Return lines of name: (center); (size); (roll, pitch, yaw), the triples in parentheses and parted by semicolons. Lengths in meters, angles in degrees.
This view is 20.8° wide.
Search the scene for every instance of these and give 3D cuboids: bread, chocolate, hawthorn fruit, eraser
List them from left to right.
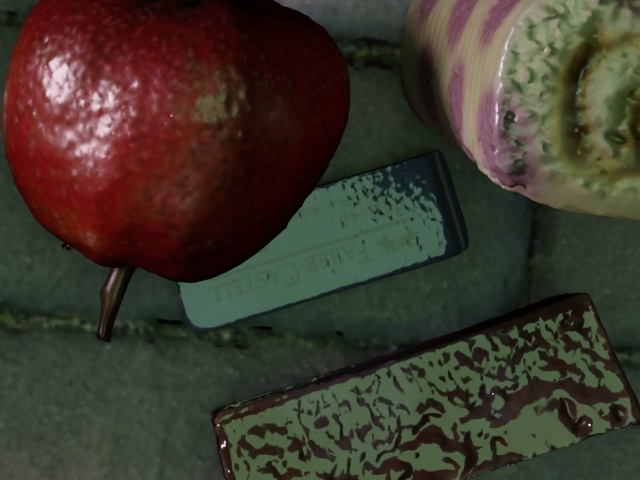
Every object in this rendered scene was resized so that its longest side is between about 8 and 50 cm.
hawthorn fruit: (-0.114, -0.059, 1.184); (0.230, 0.210, 0.266); (22, 91, 6)
eraser: (0.000, 0.000, 1.293); (0.225, 0.036, 0.082); (-16, 94, -7)
chocolate: (0.078, 0.129, 1.286); (0.321, 0.112, 0.112); (-17, 87, -6)
bread: (0.171, -0.110, 1.162); (0.187, 0.338, 0.155); (10, 99, -9)
